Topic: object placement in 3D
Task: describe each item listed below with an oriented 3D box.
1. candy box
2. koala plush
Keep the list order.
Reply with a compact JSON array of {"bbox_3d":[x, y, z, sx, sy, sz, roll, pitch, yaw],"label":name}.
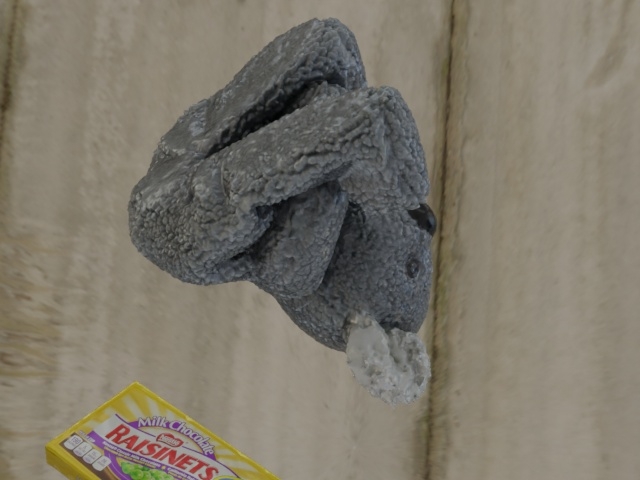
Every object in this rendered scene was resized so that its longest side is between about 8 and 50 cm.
[{"bbox_3d":[-0.117,0.194,1.036,0.206,0.027,0.105,28,-137,31],"label":"candy box"},{"bbox_3d":[0.000,0.000,0.897,0.203,0.196,0.221,-34,-57,5],"label":"koala plush"}]
